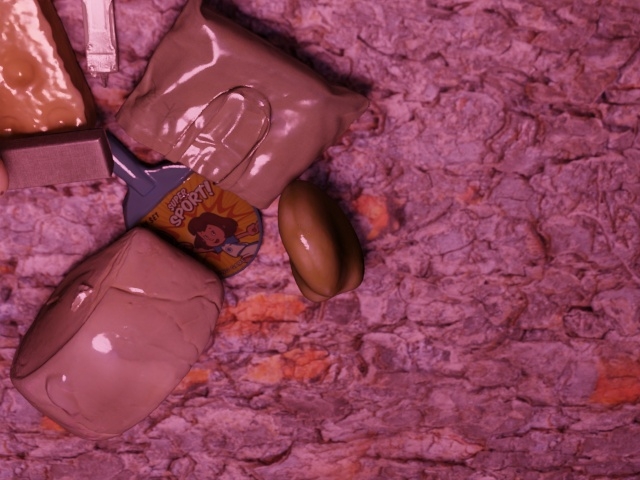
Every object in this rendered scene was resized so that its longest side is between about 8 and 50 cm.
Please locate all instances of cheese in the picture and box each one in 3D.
[{"bbox_3d":[-0.484,-0.250,1.483,0.384,0.104,0.383,-1,119,-2],"label":"cheese"}]

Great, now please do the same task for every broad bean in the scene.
[{"bbox_3d":[0.000,0.000,1.604,0.121,0.189,0.263,-11,158,4],"label":"broad bean"}]

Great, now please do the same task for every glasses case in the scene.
[{"bbox_3d":[-0.410,-0.118,1.474,0.205,0.047,0.070,-7,127,4],"label":"glasses case"}]

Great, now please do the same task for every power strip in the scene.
[{"bbox_3d":[-0.327,-0.316,1.497,0.048,0.030,0.191,-1,120,-5],"label":"power strip"}]

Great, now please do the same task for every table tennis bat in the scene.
[{"bbox_3d":[-0.238,-0.054,1.653,0.215,0.044,0.329,-38,117,20],"label":"table tennis bat"}]

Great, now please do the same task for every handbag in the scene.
[{"bbox_3d":[-0.122,-0.201,1.534,0.316,0.109,0.253,29,113,-24],"label":"handbag"}]

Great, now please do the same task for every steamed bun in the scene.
[{"bbox_3d":[-0.339,0.182,1.654,0.247,0.236,0.383,38,118,-25],"label":"steamed bun"}]

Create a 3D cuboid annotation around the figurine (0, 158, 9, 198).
[{"bbox_3d":[-0.611,-0.126,1.337,0.306,0.241,0.412,-16,134,32],"label":"figurine"}]
